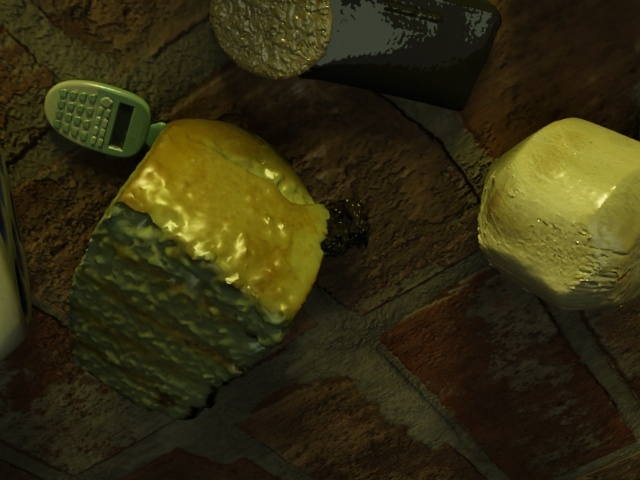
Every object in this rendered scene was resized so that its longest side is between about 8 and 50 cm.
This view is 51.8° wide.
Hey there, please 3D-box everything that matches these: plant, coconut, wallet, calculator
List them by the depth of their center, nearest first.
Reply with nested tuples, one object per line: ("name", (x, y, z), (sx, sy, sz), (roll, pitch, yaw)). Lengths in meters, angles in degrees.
("wallet", (0.093, -0.248, 0.811), (0.250, 0.044, 0.149), (10, 123, -17))
("calculator", (-0.270, -0.153, 0.838), (0.153, 0.021, 0.095), (14, 125, -19))
("coconut", (0.333, -0.036, 0.898), (0.245, 0.247, 0.245), (-26, 133, -32))
("plant", (0.000, 0.000, 0.977), (0.174, 0.087, 0.085), (-29, 98, 8))

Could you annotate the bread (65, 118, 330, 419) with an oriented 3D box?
("bread", (-0.158, 0.033, 0.854), (0.239, 0.264, 0.395), (31, 139, -8))

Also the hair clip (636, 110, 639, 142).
("hair clip", (0.487, -0.057, 0.990), (0.090, 0.137, 0.278), (16, 133, 23))

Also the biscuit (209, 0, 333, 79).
("biscuit", (-0.058, -0.260, 0.765), (0.152, 0.020, 0.152), (5, 119, 9))

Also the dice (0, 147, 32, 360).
("dice", (-0.504, 0.000, 0.725), (0.304, 0.277, 0.304), (-11, 129, -19))
